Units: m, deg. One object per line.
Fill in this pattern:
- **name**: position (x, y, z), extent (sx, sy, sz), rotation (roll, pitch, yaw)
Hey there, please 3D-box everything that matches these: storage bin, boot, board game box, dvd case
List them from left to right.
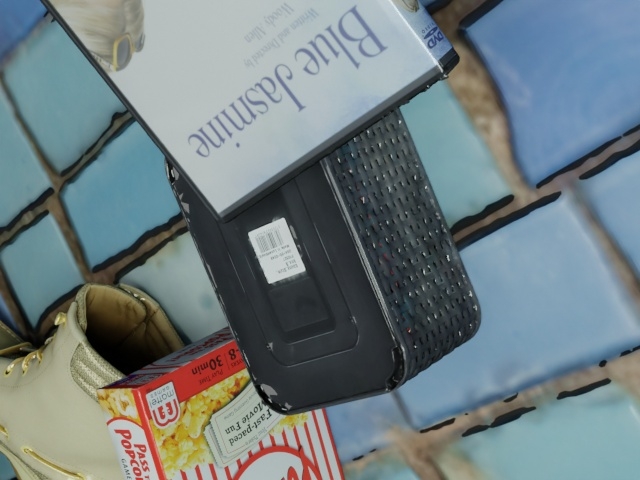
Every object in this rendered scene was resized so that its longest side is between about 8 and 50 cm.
- **boot**: position (-0.217, 0.092, 0.825), extent (0.262, 0.095, 0.203), rotation (44, 129, 16)
- **dvd case**: position (-0.072, -0.142, 0.511), extent (0.180, 0.022, 0.253), rotation (-31, 101, 42)
- **board game box**: position (-0.051, 0.159, 0.678), extent (0.045, 0.147, 0.193), rotation (-8, 101, 41)
- **storage bin**: position (0.000, 0.000, 0.619), extent (0.122, 0.084, 0.180), rotation (-21, 93, 43)
